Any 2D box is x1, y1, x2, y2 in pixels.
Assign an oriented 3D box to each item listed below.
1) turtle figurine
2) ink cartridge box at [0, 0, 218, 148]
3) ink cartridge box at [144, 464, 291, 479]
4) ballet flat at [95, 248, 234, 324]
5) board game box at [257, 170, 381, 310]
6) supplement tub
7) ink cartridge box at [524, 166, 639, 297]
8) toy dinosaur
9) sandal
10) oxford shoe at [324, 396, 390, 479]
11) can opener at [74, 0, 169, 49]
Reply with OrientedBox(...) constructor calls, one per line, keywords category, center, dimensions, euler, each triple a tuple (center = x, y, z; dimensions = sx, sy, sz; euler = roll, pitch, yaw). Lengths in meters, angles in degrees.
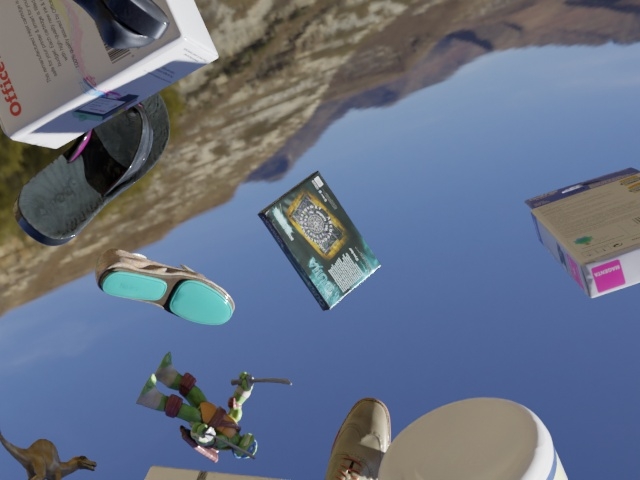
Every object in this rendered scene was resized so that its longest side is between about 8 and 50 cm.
OrientedBox(category="turtle figurine", center=(-0.219, 0.323, 1.856), dimensions=(0.198, 0.266, 0.275), euler=(-60, -179, -26))
OrientedBox(category="ink cartridge box", center=(-0.309, -0.274, 1.203), dimensions=(0.278, 0.201, 0.117), euler=(-26, 171, 13))
OrientedBox(category="ink cartridge box", center=(-0.103, 0.372, 1.136), dimensions=(0.237, 0.172, 0.100), euler=(-5, -134, 37))
OrientedBox(category="ballet flat", center=(-0.316, 0.084, 1.868), dimensions=(0.107, 0.316, 0.106), euler=(-52, -142, 18))
OrientedBox(category="board game box", center=(0.000, 0.000, 1.428), dimensions=(0.126, 0.186, 0.026), euler=(-38, -172, -30))
OrientedBox(category="supplement tub", center=(0.237, 0.401, 1.216), dimensions=(0.235, 0.325, 0.235), euler=(-22, -159, 9))
OrientedBox(category="ink cartridge box", center=(0.418, -0.022, 1.298), dimensions=(0.185, 0.065, 0.311), euler=(-19, -161, 4))
OrientedBox(category="toy dinosaur", center=(-0.402, 0.323, 1.285), dimensions=(0.053, 0.093, 0.183), euler=(-22, 144, 28))
OrientedBox(category="sandal", center=(-0.406, -0.166, 1.740), dimensions=(0.107, 0.167, 0.446), euler=(-38, -161, 47))
OrientedBox(category="oxford shoe", center=(0.065, 0.484, 1.829), dimensions=(0.123, 0.348, 0.130), euler=(14, 166, 8))
OrientedBox(category="can opener", center=(-0.240, -0.263, 0.926), dimensions=(0.073, 0.186, 0.059), euler=(-44, -159, 31))
